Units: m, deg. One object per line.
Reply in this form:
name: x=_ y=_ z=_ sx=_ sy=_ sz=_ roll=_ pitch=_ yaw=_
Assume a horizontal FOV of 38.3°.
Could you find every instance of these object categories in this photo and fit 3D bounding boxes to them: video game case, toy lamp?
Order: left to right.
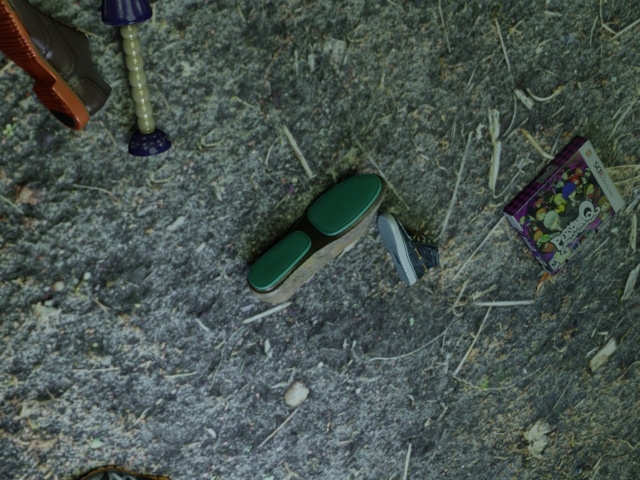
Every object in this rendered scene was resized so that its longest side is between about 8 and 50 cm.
toy lamp: x=-0.284 y=-0.270 z=1.419 sx=0.080 sy=0.080 sz=0.275 roll=-17 pitch=121 yaw=-21
video game case: x=0.522 y=-0.071 z=1.963 sx=0.232 sy=0.042 sz=0.210 roll=-44 pitch=124 yaw=-4

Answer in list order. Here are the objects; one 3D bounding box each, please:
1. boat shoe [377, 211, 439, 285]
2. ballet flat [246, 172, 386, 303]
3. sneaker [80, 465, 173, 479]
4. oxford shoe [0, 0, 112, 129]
boat shoe: x=0.173 y=-0.001 z=1.797 sx=0.083 sy=0.065 sz=0.183 roll=-35 pitch=130 yaw=-12
ballet flat: x=0.000 y=0.000 z=1.691 sx=0.316 sy=0.107 sz=0.106 roll=-38 pitch=144 yaw=-2
sneaker: x=-0.353 y=0.477 z=1.710 sx=0.214 sy=0.083 sz=0.084 roll=11 pitch=107 yaw=-30
oxford shoe: x=-0.405 y=-0.294 z=1.345 sx=0.098 sy=0.096 sz=0.271 roll=-49 pitch=132 yaw=-25
